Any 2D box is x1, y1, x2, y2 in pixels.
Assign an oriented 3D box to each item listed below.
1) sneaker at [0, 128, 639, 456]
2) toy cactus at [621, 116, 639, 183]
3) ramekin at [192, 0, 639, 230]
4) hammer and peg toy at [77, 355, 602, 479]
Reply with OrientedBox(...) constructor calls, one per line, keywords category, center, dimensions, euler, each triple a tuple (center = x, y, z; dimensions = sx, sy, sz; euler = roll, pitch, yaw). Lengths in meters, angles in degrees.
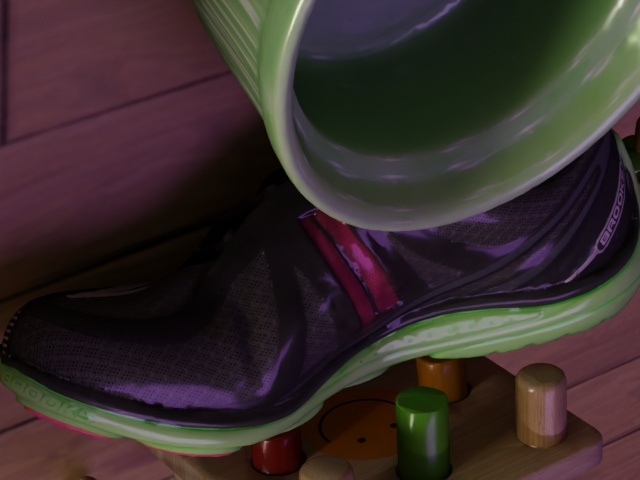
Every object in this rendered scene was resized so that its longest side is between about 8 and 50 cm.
OrientedBox(category="sneaker", center=(0.000, 0.000, 1.275), dimensions=(0.483, 0.185, 0.202), euler=(-18, 114, -26))
OrientedBox(category="toy cactus", center=(0.182, -0.024, 1.471), dimensions=(0.180, 0.112, 0.219), euler=(-24, 155, -6))
OrientedBox(category="ramekin", center=(0.070, -0.167, 1.099), dimensions=(0.303, 0.148, 0.303), euler=(-23, 142, -20))
OrientedBox(category="hammer and peg toy", center=(-0.018, 0.152, 1.348), dimensions=(0.361, 0.266, 0.127), euler=(-20, 122, -27))
